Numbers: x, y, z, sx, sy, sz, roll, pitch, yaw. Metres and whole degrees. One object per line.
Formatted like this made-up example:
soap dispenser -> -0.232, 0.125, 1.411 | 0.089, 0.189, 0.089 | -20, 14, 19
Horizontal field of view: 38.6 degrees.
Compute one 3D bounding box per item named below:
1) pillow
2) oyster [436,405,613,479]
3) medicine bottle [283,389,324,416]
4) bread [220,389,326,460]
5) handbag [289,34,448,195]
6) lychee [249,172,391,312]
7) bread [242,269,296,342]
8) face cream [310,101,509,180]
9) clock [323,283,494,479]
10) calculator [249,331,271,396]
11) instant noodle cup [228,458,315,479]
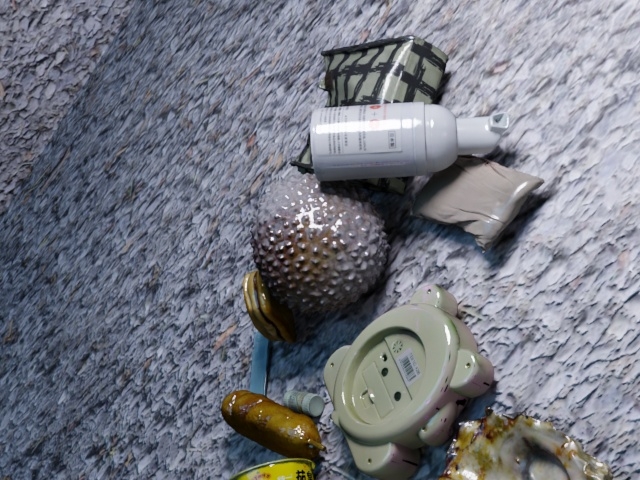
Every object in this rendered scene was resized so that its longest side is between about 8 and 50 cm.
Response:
pillow -> 0.287, -0.079, 1.732 | 0.173, 0.067, 0.270 | -56, 34, 0
oyster -> 0.332, 0.366, 1.413 | 0.361, 0.096, 0.221 | -13, 55, 45
medicine bottle -> -0.035, 0.335, 1.885 | 0.083, 0.047, 0.047 | 1, 70, 50
bread -> -0.087, 0.380, 1.873 | 0.344, 0.124, 0.084 | 6, 51, 53
handbag -> 0.095, -0.272, 1.994 | 0.327, 0.162, 0.326 | 13, 83, 53
lychee -> -0.005, -0.003, 1.855 | 0.300, 0.300, 0.300 | -26, 51, 38
bread -> -0.111, 0.145, 1.964 | 0.077, 0.200, 0.116 | -12, 59, 11
face cream -> 0.172, -0.191, 1.746 | 0.369, 0.145, 0.146 | -1, 63, 8
clock -> 0.156, 0.253, 1.668 | 0.309, 0.114, 0.284 | -44, 40, 20
calculator -> -0.136, 0.284, 2.054 | 0.057, 0.018, 0.172 | -22, 54, 42
instant noodle cup -> -0.080, 0.517, 1.744 | 0.182, 0.182, 0.144 | -36, 55, 30
